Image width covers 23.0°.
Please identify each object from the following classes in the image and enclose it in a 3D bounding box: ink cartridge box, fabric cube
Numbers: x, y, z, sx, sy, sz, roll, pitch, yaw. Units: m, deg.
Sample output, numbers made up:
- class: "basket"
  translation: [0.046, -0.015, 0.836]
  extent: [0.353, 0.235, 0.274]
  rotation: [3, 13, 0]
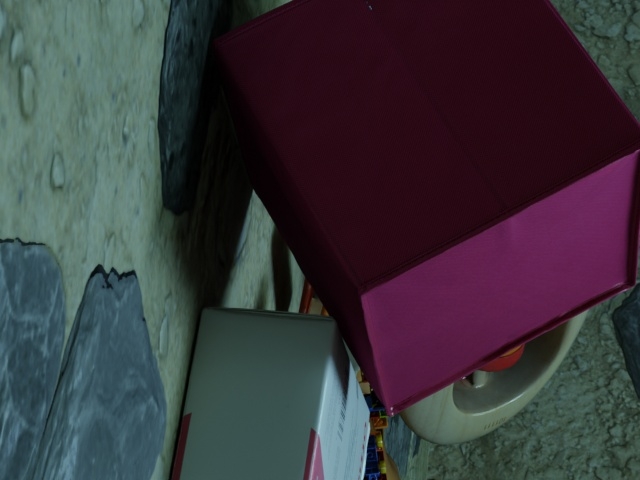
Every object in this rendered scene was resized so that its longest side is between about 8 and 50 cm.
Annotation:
- class: "ink cartridge box"
  translation: [-0.038, 0.200, 1.364]
  extent: [0.283, 0.117, 0.207]
  rotation: [71, 26, -67]
- class: "fabric cube"
  translation: [0.094, -0.059, 1.297]
  extent: [0.258, 0.259, 0.254]
  rotation: [59, -9, 28]

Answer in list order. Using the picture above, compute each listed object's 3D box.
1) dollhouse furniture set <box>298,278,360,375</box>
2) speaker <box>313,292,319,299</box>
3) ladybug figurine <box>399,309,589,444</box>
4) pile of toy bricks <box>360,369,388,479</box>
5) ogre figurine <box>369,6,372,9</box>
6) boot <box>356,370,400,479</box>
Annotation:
- class: "dollhouse furniture set"
  translation: [0.000, 0.000, 1.579]
  extent: [0.262, 0.135, 0.259]
  rotation: [-75, 178, -46]
- class: "speaker"
  translation: [0.047, 0.061, 1.788]
  extent: [0.136, 0.055, 0.055]
  rotation: [-20, -122, 58]
- class: "ladybug figurine"
  translation: [0.202, 0.064, 1.981]
  extent: [0.162, 0.305, 0.449]
  rotation: [49, -39, 36]
- class: "pile of toy bricks"
  translation: [0.023, 0.203, 1.776]
  extent: [0.105, 0.118, 0.212]
  rotation: [85, -1, -57]
- class: "ogre figurine"
  translation: [0.035, -0.287, 1.618]
  extent: [0.118, 0.097, 0.197]
  rotation: [109, -1, -80]
- class: "boot"
  translation: [0.041, 0.219, 1.971]
  extent: [0.283, 0.109, 0.220]
  rotation: [-9, 100, -73]
